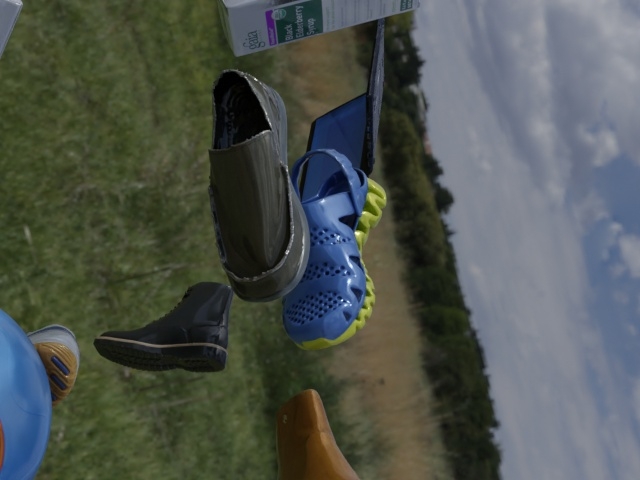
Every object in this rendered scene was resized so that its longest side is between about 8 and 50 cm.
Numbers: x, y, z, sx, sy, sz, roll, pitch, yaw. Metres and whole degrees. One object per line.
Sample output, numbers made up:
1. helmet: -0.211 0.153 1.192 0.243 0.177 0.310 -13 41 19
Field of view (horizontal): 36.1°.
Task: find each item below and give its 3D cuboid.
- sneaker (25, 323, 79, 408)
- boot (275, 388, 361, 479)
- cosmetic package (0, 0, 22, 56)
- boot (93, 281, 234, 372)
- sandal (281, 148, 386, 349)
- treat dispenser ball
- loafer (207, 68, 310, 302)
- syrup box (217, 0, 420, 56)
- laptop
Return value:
1. sneaker: -0.440 0.212 1.279 0.111 0.297 0.131 63 1 -17
2. boot: -0.001 0.286 1.266 0.295 0.104 0.211 126 -35 -51
3. cosmetic package: -0.541 -0.294 1.078 0.155 0.366 0.197 -60 -143 19
4. boot: -0.224 0.120 1.457 0.076 0.198 0.137 84 13 -59
5. sandal: 0.000 0.000 1.263 0.138 0.126 0.317 56 28 -38
6. treat dispenser ball: -0.430 0.186 1.029 0.288 0.288 0.288 -14 90 -88
7. loafer: -0.074 -0.059 0.943 0.087 0.094 0.251 48 27 -58
8. syrup box: -0.006 -0.308 1.167 0.093 0.237 0.096 85 -13 -63
9. laptop: 0.031 -0.217 1.635 0.264 0.137 0.234 86 9 -49
